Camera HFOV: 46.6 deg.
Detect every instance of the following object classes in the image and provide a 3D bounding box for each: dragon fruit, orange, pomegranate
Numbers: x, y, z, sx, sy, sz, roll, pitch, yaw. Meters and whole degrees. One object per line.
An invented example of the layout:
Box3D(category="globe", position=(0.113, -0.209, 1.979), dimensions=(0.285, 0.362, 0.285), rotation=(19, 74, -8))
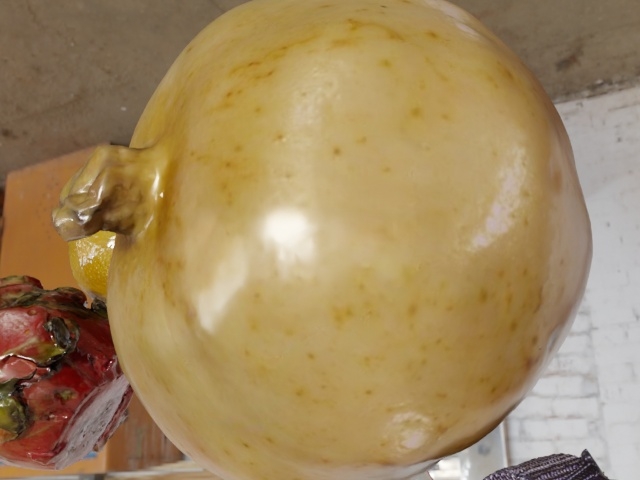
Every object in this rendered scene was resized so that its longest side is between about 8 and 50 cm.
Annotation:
Box3D(category="dragon fruit", position=(-0.418, 0.172, 1.029), dimensions=(0.291, 0.250, 0.269), rotation=(34, -178, 13))
Box3D(category="orange", position=(-0.280, 0.007, 1.182), dimensions=(0.236, 0.236, 0.236), rotation=(-2, 161, -1))
Box3D(category="pomegranate", position=(0.000, 0.000, 0.582), dimensions=(0.411, 0.411, 0.411), rotation=(-2, 161, -1))

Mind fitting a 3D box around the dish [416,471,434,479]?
Box3D(category="dish", position=(0.082, 0.413, 1.281), dimensions=(0.085, 0.260, 0.260), rotation=(-39, 180, -30))

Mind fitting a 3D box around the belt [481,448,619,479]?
Box3D(category="belt", position=(0.282, 0.398, 0.816), dimensions=(0.122, 0.325, 0.260), rotation=(-5, 137, -22))
